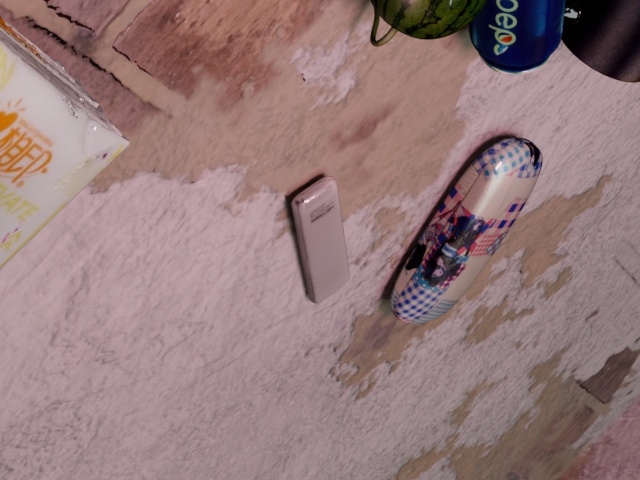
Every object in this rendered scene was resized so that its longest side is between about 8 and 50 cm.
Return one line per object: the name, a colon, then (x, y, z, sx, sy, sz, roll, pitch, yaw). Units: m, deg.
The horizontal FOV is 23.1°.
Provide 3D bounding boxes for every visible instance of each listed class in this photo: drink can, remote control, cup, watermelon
drink can: (0.235, -0.296, 1.858, 0.118, 0.118, 0.205, -33, 148, -18)
remote control: (0.000, 0.000, 2.055, 0.067, 0.029, 0.261, -35, 152, -15)
cup: (0.375, -0.329, 2.005, 0.166, 0.239, 0.177, -75, -168, -52)
watermelon: (0.112, -0.278, 1.712, 0.141, 0.140, 0.187, -8, 140, -46)

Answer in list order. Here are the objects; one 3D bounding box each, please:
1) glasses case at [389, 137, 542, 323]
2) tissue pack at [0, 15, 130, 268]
glasses case: (0.208, -0.010, 2.241, 0.125, 0.076, 0.327, -1, 131, -47)
tissue pack: (-0.396, -0.040, 1.377, 0.388, 0.162, 0.287, -44, 154, 2)
